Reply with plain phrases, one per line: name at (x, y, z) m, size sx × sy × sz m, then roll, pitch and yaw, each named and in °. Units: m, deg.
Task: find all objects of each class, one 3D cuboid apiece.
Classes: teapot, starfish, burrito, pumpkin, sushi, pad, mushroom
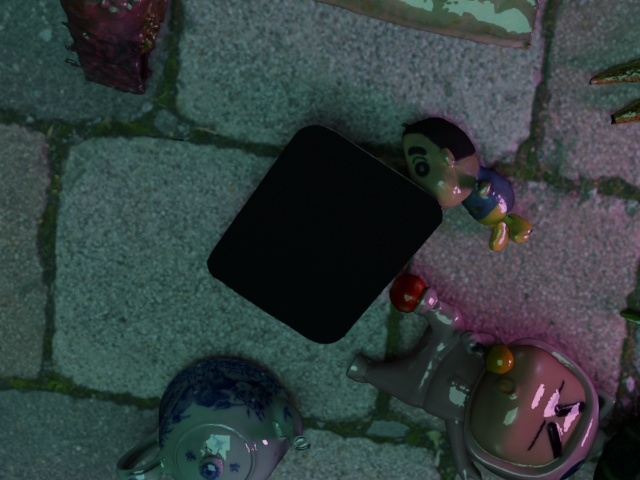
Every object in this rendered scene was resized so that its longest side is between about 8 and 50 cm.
teapot at (-0.118, 0.227, 1.656) m, size 0.232 × 0.159 × 0.159 m, roll -14°, pitch 108°, yaw 10°
starfish at (0.390, -0.184, 1.513) m, size 0.224 × 0.050 × 0.216 m, roll -22°, pitch 99°, yaw 8°
burrito at (0.080, -0.288, 1.469) m, size 0.299 × 0.105 × 0.143 m, roll 17°, pitch 101°, yaw 0°
pumpkin at (0.378, 0.255, 1.614) m, size 0.167 × 0.167 × 0.125 m, roll -46°, pitch 65°, yaw 19°
sushi at (-0.208, -0.251, 1.478) m, size 0.108 × 0.161 × 0.241 m, roll 8°, pitch 110°, yaw 1°
pad at (0.000, 0.000, 1.587) m, size 0.181 × 0.004 × 0.267 m, roll 33°, pitch 131°, yaw -7°
mushroom at (0.050, -0.049, 1.578) m, size 0.084 × 0.067 × 0.083 m, roll 5°, pitch 115°, yaw 10°

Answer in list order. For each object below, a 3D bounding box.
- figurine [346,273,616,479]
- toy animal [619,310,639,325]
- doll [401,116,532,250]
figurine at (0.173, 0.167, 1.598) m, size 0.287 × 0.186 × 0.176 m, roll 34°, pitch 85°, yaw 10°
toy animal at (0.441, 0.102, 1.612) m, size 0.217 × 0.041 × 0.075 m, roll -6°, pitch 108°, yaw 12°
doll at (0.147, -0.058, 1.561) m, size 0.179 × 0.102 × 0.089 m, roll 48°, pitch 65°, yaw -8°
